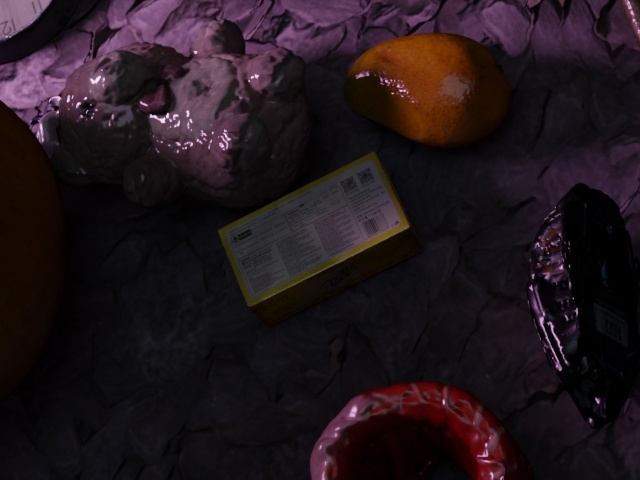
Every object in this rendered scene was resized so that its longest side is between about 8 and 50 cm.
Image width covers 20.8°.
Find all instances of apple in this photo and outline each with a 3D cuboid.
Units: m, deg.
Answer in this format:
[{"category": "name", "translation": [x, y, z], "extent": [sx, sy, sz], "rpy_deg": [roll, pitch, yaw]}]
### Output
[{"category": "apple", "translation": [-0.445, 0.007, 1.677], "extent": [0.400, 0.333, 0.400], "rpy_deg": [-3, 78, 17]}]

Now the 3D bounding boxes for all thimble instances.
[{"category": "thimble", "translation": [0.092, 0.215, 1.554], "extent": [0.189, 0.125, 0.163], "rpy_deg": [6, 71, 19]}]

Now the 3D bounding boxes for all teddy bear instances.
[{"category": "teddy bear", "translation": [-0.137, -0.124, 1.747], "extent": [0.267, 0.151, 0.236], "rpy_deg": [17, 59, 19]}]

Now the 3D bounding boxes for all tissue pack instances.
[{"category": "tissue pack", "translation": [0.000, 0.000, 1.703], "extent": [0.176, 0.062, 0.095], "rpy_deg": [-28, 62, 6]}]

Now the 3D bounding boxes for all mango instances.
[{"category": "mango", "translation": [0.109, -0.152, 1.721], "extent": [0.165, 0.089, 0.115], "rpy_deg": [26, 88, 27]}]

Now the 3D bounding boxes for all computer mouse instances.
[{"category": "computer mouse", "translation": [0.236, 0.058, 1.578], "extent": [0.077, 0.146, 0.242], "rpy_deg": [-23, 51, 38]}]

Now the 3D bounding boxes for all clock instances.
[{"category": "clock", "translation": [-0.365, -0.299, 1.944], "extent": [0.214, 0.042, 0.215], "rpy_deg": [-6, 68, 14]}]

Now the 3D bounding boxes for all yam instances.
[{"category": "yam", "translation": [0.320, -0.213, 1.710], "extent": [0.033, 0.027, 0.129], "rpy_deg": [-40, 57, 44]}]

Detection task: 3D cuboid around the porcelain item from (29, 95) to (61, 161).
[{"category": "porcelain item", "translation": [-0.307, -0.089, 1.853], "extent": [0.075, 0.021, 0.136], "rpy_deg": [-2, 68, 16]}]
